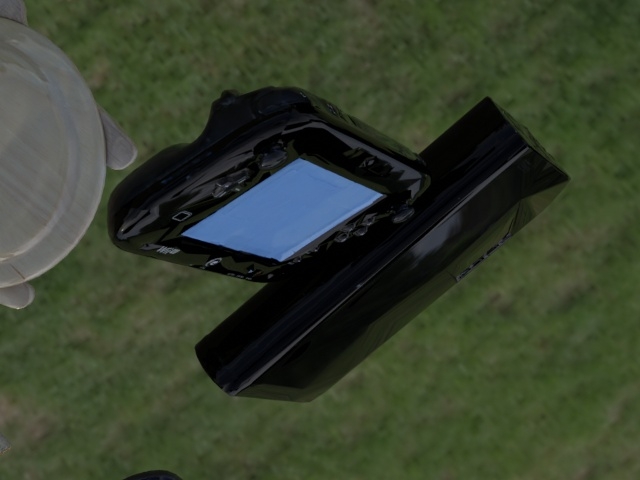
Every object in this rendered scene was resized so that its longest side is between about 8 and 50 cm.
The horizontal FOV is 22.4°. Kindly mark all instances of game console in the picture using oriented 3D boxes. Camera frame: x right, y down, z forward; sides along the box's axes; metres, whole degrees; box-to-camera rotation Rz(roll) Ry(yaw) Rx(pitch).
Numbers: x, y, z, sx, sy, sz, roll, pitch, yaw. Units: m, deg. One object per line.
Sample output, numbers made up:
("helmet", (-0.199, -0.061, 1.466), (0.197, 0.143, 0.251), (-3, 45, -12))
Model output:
("game console", (0.000, 0.000, 0.810), (0.213, 0.044, 0.361), (-41, 160, 12))

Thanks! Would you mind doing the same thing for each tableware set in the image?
("tableware set", (-0.131, -0.002, 0.392), (0.169, 0.141, 0.020), (-59, 170, 12))

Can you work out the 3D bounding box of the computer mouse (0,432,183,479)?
("computer mouse", (-0.241, 0.242, 1.414), (0.262, 0.060, 0.184), (-26, 103, -32))
